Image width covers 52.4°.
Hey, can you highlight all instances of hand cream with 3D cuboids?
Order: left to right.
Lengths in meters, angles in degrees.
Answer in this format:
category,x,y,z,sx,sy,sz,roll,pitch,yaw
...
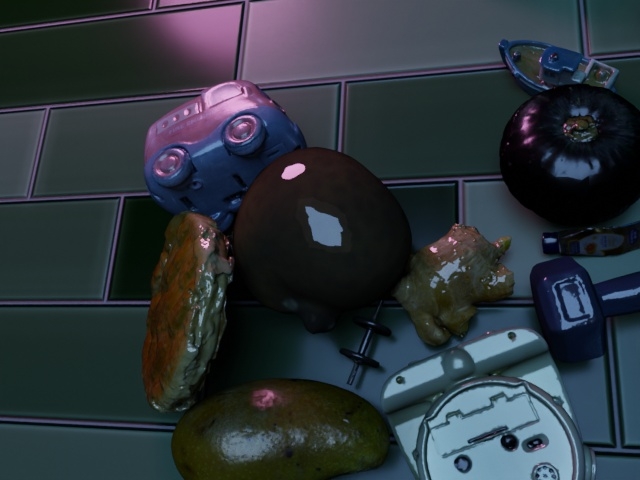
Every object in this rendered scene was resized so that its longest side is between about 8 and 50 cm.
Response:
category,x,y,z,sx,sy,sz,roll,pitch,yaw
hand cream,0.437,-0.003,1.030,0.163,0.062,0.039,-7,39,18

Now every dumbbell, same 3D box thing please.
category,x,y,z,sx,sy,sz,roll,pitch,yaw
dumbbell,0.074,0.165,1.057,0.069,0.069,0.147,18,77,20
dumbbell,0.478,0.071,0.942,0.325,0.160,0.144,-14,100,10

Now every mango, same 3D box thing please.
category,x,y,z,sx,sy,sz,roll,pitch,yaw
mango,-0.066,0.296,0.994,0.329,0.175,0.176,-18,76,7

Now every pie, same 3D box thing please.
category,x,y,z,sx,sy,sz,roll,pitch,yaw
pie,-0.222,0.113,1.056,0.083,0.339,0.339,12,69,-25

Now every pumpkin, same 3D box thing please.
category,x,y,z,sx,sy,sz,roll,pitch,yaw
pumpkin,0.399,-0.134,1.026,0.233,0.163,0.233,-5,69,12

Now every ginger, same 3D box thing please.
category,x,y,z,sx,sy,sz,roll,pitch,yaw
ginger,0.219,0.057,1.039,0.216,0.102,0.157,-37,73,0

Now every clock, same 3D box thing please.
category,x,y,z,sx,sy,sz,roll,pitch,yaw
clock,0.256,0.306,0.938,0.265,0.108,0.324,-24,67,5

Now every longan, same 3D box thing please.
category,x,y,z,sx,sy,sz,roll,pitch,yaw
longan,0.000,0.000,1.044,0.300,0.243,0.300,-8,77,37

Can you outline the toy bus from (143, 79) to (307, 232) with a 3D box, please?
category,x,y,z,sx,sy,sz,roll,pitch,yaw
toy bus,-0.181,-0.173,1.187,0.294,0.197,0.232,-24,56,8

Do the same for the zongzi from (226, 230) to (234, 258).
category,x,y,z,sx,sy,sz,roll,pitch,yaw
zongzi,-0.179,0.025,1.190,0.083,0.073,0.067,-13,61,-35

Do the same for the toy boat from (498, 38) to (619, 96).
category,x,y,z,sx,sy,sz,roll,pitch,yaw
toy boat,0.406,-0.299,1.115,0.215,0.102,0.088,29,78,23
